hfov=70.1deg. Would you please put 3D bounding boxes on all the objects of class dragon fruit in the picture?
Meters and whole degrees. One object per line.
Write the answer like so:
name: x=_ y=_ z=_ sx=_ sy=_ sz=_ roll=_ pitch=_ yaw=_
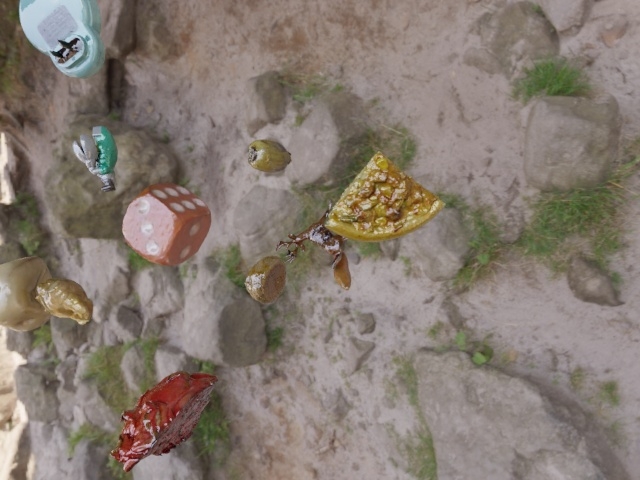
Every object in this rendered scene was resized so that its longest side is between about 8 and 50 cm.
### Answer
dragon fruit: x=-0.530 y=0.534 z=1.454 sx=0.228 sy=0.329 sz=0.286 roll=35 pitch=106 yaw=16

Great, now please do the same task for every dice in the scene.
dice: x=-0.424 y=-0.047 z=1.284 sx=0.174 sy=0.175 sz=0.179 roll=38 pitch=107 yaw=12

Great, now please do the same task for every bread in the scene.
bread: x=-0.255 y=0.181 z=2.121 sx=0.123 sy=0.230 sz=0.229 roll=15 pitch=105 yaw=25

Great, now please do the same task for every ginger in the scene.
ginger: x=-0.695 y=0.162 z=1.250 sx=0.216 sy=0.157 sz=0.102 roll=-16 pitch=44 yaw=57

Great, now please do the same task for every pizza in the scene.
pizza: x=0.187 y=-0.076 z=1.300 sx=0.257 sy=0.268 sz=0.087 roll=-53 pitch=19 yaw=11

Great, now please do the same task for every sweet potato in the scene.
sweet potato: x=0.067 y=0.096 z=1.472 sx=0.058 sy=0.055 sz=0.202 roll=-26 pitch=38 yaw=13

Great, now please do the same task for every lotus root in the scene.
lotus root: x=-0.219 y=-0.384 z=2.095 sx=0.154 sy=0.278 sz=0.154 roll=0 pitch=91 yaw=35

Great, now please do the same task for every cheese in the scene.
cheese: x=-0.853 y=0.154 z=1.308 sx=0.235 sy=0.117 sz=0.217 roll=-101 pitch=-3 yaw=-59

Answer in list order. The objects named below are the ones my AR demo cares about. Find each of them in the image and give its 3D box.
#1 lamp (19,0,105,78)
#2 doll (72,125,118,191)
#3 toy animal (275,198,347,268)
lamp: x=-0.675 y=-0.567 z=1.209 sx=0.209 sy=0.147 sz=0.284 roll=-30 pitch=74 yaw=17
doll: x=-0.907 y=-0.337 z=1.854 sx=0.195 sy=0.153 sz=0.258 roll=101 pitch=156 yaw=-57
toy animal: x=-0.011 y=-0.011 z=1.502 sx=0.260 sy=0.087 sz=0.243 roll=-49 pitch=42 yaw=-5
